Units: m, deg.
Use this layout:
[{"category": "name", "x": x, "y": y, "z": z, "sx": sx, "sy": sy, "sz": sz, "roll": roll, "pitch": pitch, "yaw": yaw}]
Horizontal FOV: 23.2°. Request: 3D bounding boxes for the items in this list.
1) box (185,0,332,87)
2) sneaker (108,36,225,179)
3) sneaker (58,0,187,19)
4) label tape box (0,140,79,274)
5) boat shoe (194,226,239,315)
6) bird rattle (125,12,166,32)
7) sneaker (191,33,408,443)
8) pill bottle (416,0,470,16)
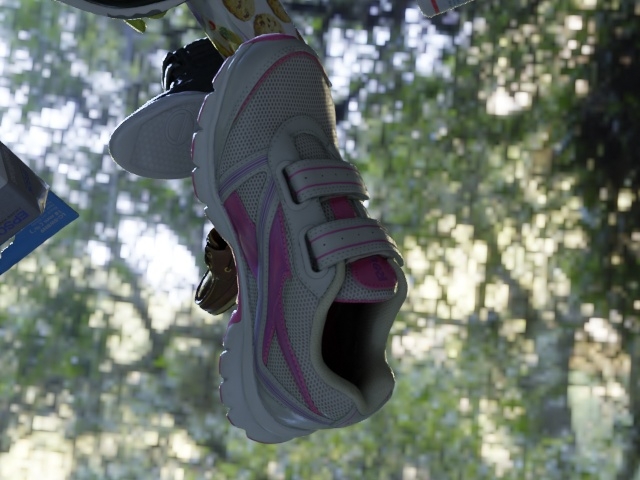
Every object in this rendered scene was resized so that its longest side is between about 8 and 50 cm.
[{"category": "box", "x": -0.100, "y": -0.260, "z": 1.605, "sx": 0.063, "sy": 0.067, "sz": 0.324, "roll": 8, "pitch": -39, "yaw": 48}, {"category": "sneaker", "x": -0.167, "y": -0.160, "z": 1.870, "sx": 0.147, "sy": 0.104, "sz": 0.296, "roll": 25, "pitch": 37, "yaw": 37}, {"category": "sneaker", "x": -0.229, "y": -0.269, "z": 1.363, "sx": 0.283, "sy": 0.107, "sz": 0.124, "roll": 6, "pitch": -16, "yaw": 16}, {"category": "label tape box", "x": -0.463, "y": -0.023, "z": 1.844, "sx": 0.241, "sy": 0.106, "sz": 0.333, "roll": -36, "pitch": -47, "yaw": 7}, {"category": "boat shoe", "x": -0.084, "y": 0.005, "z": 1.505, "sx": 0.060, "sy": 0.064, "sz": 0.178, "roll": 21, "pitch": -46, "yaw": -19}, {"category": "bird rattle", "x": -0.282, "y": -0.408, "z": 2.083, "sx": 0.207, "sy": 0.143, "sz": 0.253, "roll": -16, "pitch": -39, "yaw": 42}, {"category": "sneaker", "x": 0.000, "y": 0.000, "z": 0.935, "sx": 0.111, "sy": 0.252, "sz": 0.103, "roll": 0, "pitch": 10, "yaw": 44}, {"category": "pill bottle", "x": 0.154, "y": -0.272, "z": 1.430, "sx": 0.160, "sy": 0.087, "sz": 0.087, "roll": -21, "pitch": -17, "yaw": 7}]
